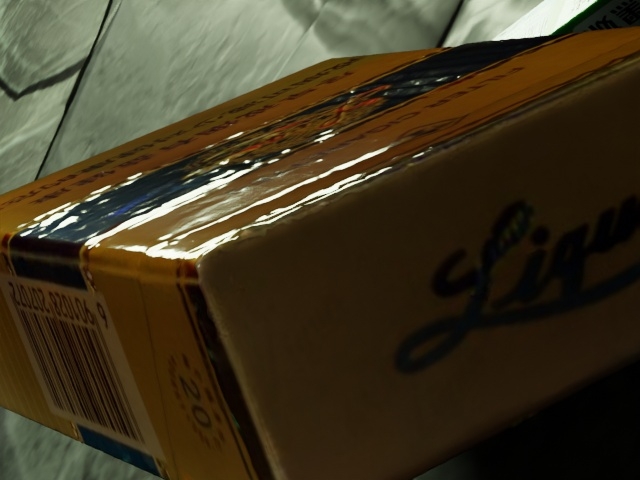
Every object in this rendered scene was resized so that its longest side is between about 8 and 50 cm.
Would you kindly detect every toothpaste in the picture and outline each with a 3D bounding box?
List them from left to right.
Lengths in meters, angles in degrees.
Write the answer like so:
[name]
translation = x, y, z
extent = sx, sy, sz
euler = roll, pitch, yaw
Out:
[toothpaste]
translation = 0.074, -0.064, 0.613
extent = 0.083, 0.017, 0.020
euler = -35, 32, 45

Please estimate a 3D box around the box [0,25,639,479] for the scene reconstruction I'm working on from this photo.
[box]
translation = 0.000, 0.000, 0.528
extent = 0.152, 0.070, 0.237
euler = -24, 14, -22
